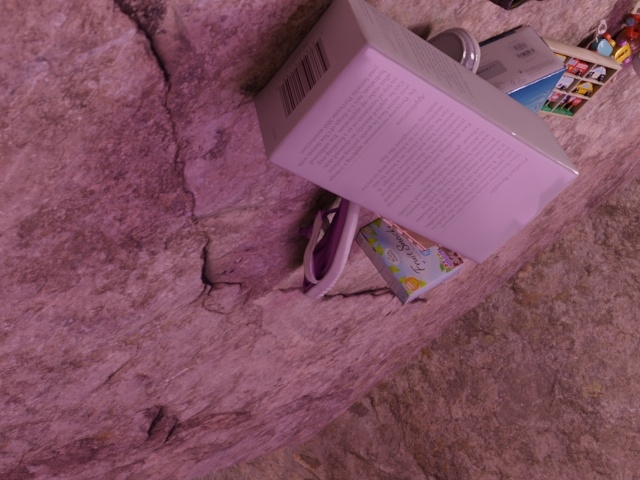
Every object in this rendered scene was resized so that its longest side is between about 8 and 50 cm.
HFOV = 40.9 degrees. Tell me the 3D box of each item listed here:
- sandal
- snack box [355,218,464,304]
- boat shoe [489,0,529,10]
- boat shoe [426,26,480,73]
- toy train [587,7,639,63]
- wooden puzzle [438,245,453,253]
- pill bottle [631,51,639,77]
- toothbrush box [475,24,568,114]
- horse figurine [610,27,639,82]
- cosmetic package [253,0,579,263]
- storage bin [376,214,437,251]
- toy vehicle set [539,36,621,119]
[{"bbox_3d":[-0.001,0.013,1.839,0.102,0.169,0.416,11,147,-8],"label":"sandal"},{"bbox_3d":[0.217,0.028,2.096,0.175,0.207,0.070,-28,159,-21],"label":"snack box"},{"bbox_3d":[0.373,-0.442,1.457,0.224,0.073,0.080,-27,159,-24],"label":"boat shoe"},{"bbox_3d":[0.135,-0.241,1.471,0.320,0.118,0.103,-37,167,25],"label":"boat shoe"},{"bbox_3d":[0.667,-0.464,1.949,0.166,0.046,0.125,-14,119,-29],"label":"toy train"},{"bbox_3d":[0.299,-0.111,1.961,0.221,0.044,0.239,-41,116,14],"label":"wooden puzzle"},{"bbox_3d":[0.902,-0.501,2.108,0.146,0.146,0.264,-21,156,-37],"label":"pill bottle"},{"bbox_3d":[0.324,-0.260,1.720,0.216,0.126,0.295,-26,158,-23],"label":"toothbrush box"},{"bbox_3d":[0.720,-0.444,2.055,0.263,0.066,0.174,-42,161,17],"label":"horse figurine"},{"bbox_3d":[0.150,-0.158,1.315,0.453,0.161,0.230,25,123,-33],"label":"cosmetic package"},{"bbox_3d":[0.235,-0.116,1.643,0.262,0.123,0.260,-19,140,36],"label":"storage bin"},{"bbox_3d":[0.520,-0.350,1.882,0.267,0.035,0.166,2,140,-39],"label":"toy vehicle set"}]
